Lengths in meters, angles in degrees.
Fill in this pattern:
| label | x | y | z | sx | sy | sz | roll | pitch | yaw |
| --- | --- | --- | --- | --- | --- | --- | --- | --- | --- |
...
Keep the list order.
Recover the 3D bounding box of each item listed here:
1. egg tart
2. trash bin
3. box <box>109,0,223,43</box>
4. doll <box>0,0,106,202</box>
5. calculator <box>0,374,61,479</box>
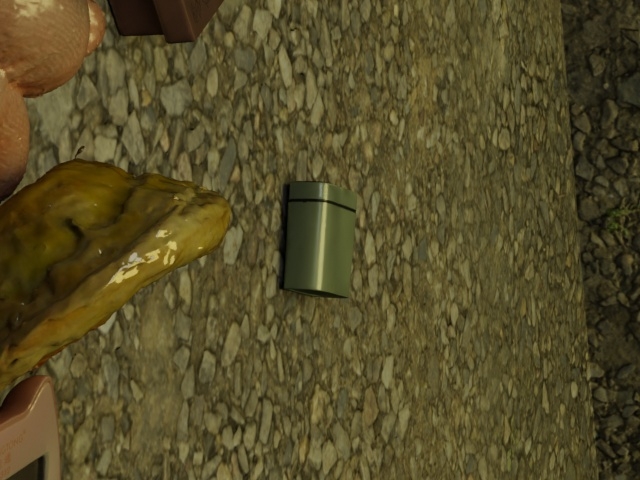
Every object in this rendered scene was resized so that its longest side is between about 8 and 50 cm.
| label | x | y | z | sx | sy | sz | roll | pitch | yaw |
| --- | --- | --- | --- | --- | --- | --- | --- | --- | --- |
| egg tart | -0.220 | 0.025 | 1.472 | 0.128 | 0.319 | 0.319 | 55 | 29 | -4 |
| trash bin | 0.000 | 0.000 | 2.232 | 0.116 | 0.059 | 0.129 | 16 | 77 | -66 |
| box | -0.149 | -0.335 | 1.842 | 0.215 | 0.086 | 0.215 | -61 | 144 | -48 |
| doll | -0.310 | -0.117 | 1.444 | 0.303 | 0.156 | 0.201 | -55 | 144 | -9 |
| calculator | -0.284 | 0.286 | 1.546 | 0.220 | 0.048 | 0.329 | -33 | 129 | -64 |
